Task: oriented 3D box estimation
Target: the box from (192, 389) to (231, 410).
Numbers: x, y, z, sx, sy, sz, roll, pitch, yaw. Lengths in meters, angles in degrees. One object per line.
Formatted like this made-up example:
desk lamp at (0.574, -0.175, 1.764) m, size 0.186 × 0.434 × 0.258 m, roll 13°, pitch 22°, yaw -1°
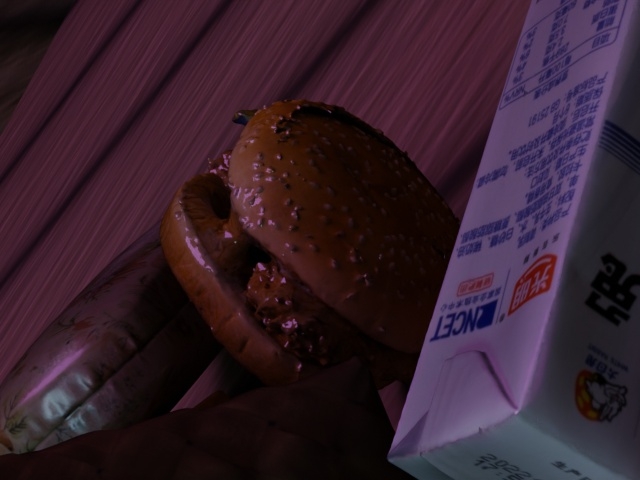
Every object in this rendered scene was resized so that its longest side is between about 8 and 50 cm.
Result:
box at (-0.208, 0.275, 1.159) m, size 0.415 × 0.116 × 0.264 m, roll -41°, pitch -1°, yaw 42°

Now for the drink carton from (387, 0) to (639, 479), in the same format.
drink carton at (0.145, -0.015, 0.836) m, size 0.106 × 0.130 × 0.315 m, roll -33°, pitch 31°, yaw 55°

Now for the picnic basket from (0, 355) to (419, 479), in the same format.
picnic basket at (-0.062, 0.235, 0.822) m, size 0.254 × 0.291 × 0.321 m, roll -36°, pitch 72°, yaw 50°

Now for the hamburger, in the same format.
hamburger at (0.002, 0.006, 1.083) m, size 0.118 × 0.182 × 0.191 m, roll -53°, pitch 3°, yaw 31°

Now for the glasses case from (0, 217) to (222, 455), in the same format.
glasses case at (-0.113, 0.052, 1.276) m, size 0.156 × 0.098 × 0.425 m, roll -43°, pitch 4°, yaw 20°
